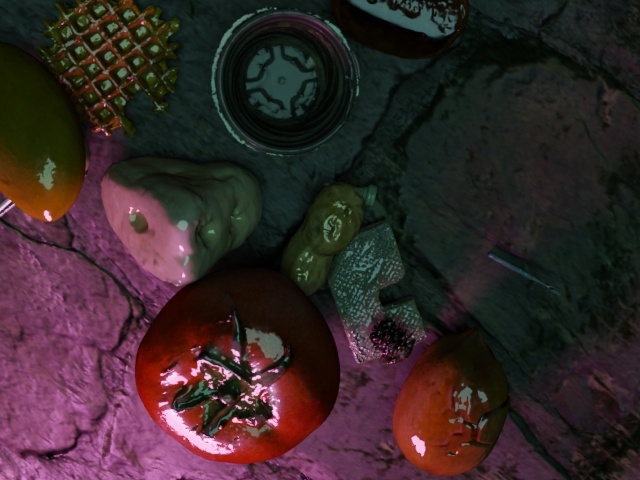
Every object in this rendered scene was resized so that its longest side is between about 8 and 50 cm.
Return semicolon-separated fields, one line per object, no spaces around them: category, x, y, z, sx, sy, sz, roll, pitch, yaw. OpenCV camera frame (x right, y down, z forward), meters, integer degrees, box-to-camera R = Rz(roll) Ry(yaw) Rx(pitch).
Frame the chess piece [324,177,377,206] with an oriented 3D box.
chess piece;0.052;-0.090;1.317;0.093;0.042;0.042;15;103;-3

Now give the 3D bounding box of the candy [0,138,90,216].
candy;-0.523;-0.068;1.258;0.335;0.093;0.092;-35;70;13

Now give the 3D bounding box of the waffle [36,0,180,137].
waffle;-0.348;-0.289;1.220;0.231;0.051;0.229;12;104;-7

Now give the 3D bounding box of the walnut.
walnut;0.244;0.294;1.357;0.203;0.203;0.298;10;112;-8

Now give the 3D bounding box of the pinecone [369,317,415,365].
pinecone;0.128;0.180;1.334;0.077;0.077;0.083;-37;75;5

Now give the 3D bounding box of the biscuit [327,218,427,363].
biscuit;0.097;0.097;1.366;0.147;0.046;0.250;-18;106;1

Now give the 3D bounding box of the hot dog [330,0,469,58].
hot dog;0.124;-0.385;1.210;0.227;0.099;0.160;22;102;-9

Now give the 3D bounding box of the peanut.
peanut;0.000;0.000;1.293;0.098;0.103;0.229;36;116;10

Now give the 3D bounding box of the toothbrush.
toothbrush;0.384;0.064;1.399;0.167;0.014;0.011;28;110;-12

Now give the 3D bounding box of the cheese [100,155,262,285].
cheese;-0.239;-0.053;1.251;0.248;0.251;0.174;19;121;27

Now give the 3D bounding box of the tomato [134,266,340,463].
tomato;-0.134;0.192;1.247;0.341;0.273;0.341;2;113;5

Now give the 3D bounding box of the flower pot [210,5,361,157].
flower pot;-0.060;-0.258;1.207;0.235;0.140;0.235;-2;106;-6

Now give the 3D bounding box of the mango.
mango;-0.471;-0.185;1.139;0.331;0.142;0.195;36;100;19
